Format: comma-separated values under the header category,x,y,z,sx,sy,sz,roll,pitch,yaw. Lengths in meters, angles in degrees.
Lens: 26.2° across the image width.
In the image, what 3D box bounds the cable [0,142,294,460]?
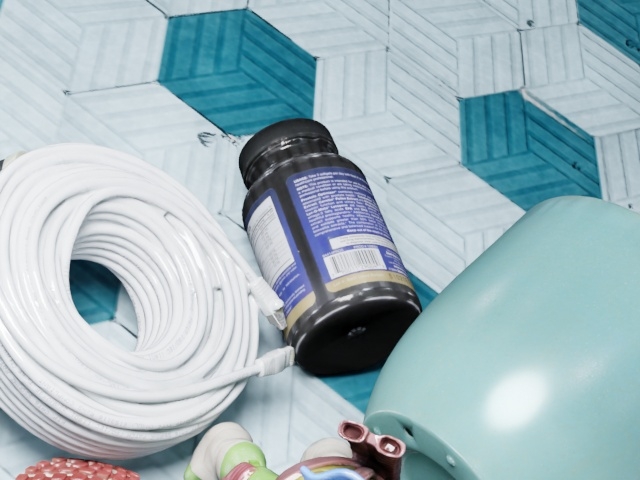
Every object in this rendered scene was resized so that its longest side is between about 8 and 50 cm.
category,x,y,z,sx,sy,sz,roll,pitch,yaw
cable,-0.167,0.045,1.092,0.257,0.089,0.257,-30,86,-49

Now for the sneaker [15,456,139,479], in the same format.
category,x,y,z,sx,sy,sz,roll,pitch,yaw
sneaker,-0.196,0.235,0.983,0.088,0.093,0.225,12,29,12

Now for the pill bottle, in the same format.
category,x,y,z,sx,sy,sz,roll,pitch,yaw
pill bottle,0.000,0.000,1.238,0.122,0.123,0.219,-3,53,-26

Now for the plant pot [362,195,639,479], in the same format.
category,x,y,z,sx,sy,sz,roll,pitch,yaw
plant pot,0.176,0.147,1.087,0.235,0.293,0.293,-34,69,-27

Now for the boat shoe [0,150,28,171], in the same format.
category,x,y,z,sx,sy,sz,roll,pitch,yaw
boat shoe,-0.275,0.035,1.134,0.079,0.084,0.233,-12,55,16

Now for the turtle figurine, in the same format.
category,x,y,z,sx,sy,sz,roll,pitch,yaw
turtle figurine,-0.009,0.250,0.989,0.197,0.275,0.266,-22,18,-10
